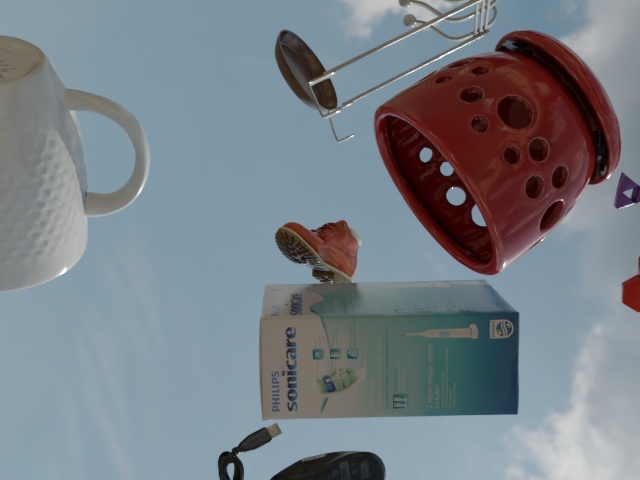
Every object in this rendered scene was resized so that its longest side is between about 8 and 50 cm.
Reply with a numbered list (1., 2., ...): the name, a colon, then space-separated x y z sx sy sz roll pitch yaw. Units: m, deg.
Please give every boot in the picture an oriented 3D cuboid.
1. boot: 0.000 0.000 1.374 0.059 0.158 0.084 11 -108 39

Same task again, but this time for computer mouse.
1. computer mouse: -0.036 0.348 1.563 0.060 0.262 0.184 -145 -141 -67

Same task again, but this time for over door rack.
1. over door rack: 0.116 -0.293 1.508 0.324 0.239 0.108 -37 -98 4

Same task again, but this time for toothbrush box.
1. toothbrush box: 0.075 0.126 1.246 0.216 0.296 0.126 -106 -165 -81

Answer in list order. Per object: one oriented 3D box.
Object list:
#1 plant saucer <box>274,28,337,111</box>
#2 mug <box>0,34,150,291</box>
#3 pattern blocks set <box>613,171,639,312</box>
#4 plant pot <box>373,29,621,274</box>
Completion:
1. plant saucer: -0.030 -0.295 1.812 0.029 0.168 0.168 -31 -133 24
2. mug: -0.452 -0.130 1.575 0.276 0.374 0.328 -101 -165 -53
3. pattern blocks set: 0.510 -0.051 1.201 0.026 0.325 0.285 -79 162 -70
4. plant pot: 0.171 -0.089 0.958 0.174 0.191 0.191 -34 -148 -9
